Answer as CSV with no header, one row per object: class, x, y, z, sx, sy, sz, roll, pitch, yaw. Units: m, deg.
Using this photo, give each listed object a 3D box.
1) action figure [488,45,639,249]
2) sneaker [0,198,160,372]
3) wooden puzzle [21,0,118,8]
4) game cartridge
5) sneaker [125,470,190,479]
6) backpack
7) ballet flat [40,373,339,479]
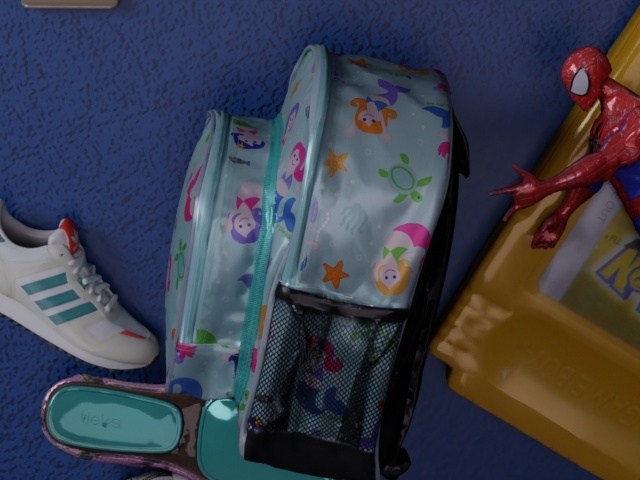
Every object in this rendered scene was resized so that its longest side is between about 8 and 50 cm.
action figure,0.197,0.013,1.287,0.139,0.091,0.280,-24,102,-3
sneaker,-0.176,0.030,1.351,0.161,0.057,0.075,29,106,-4
wooden puzzle,-0.170,-0.195,1.325,0.116,0.014,0.079,7,98,-3
game cartridge,0.269,0.025,1.360,0.285,0.053,0.324,30,99,-7
sneaker,-0.116,0.273,1.400,0.092,0.088,0.225,3,93,3
backpack,0.000,0.000,1.261,0.191,0.225,0.254,16,109,-6
ballet flat,-0.085,0.135,1.362,0.221,0.079,0.077,9,90,9
